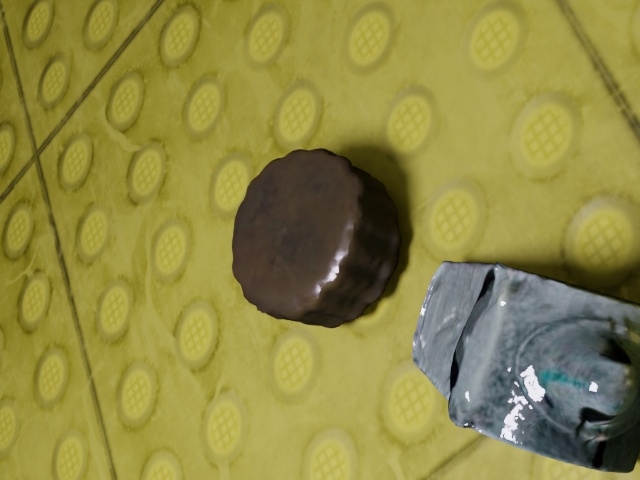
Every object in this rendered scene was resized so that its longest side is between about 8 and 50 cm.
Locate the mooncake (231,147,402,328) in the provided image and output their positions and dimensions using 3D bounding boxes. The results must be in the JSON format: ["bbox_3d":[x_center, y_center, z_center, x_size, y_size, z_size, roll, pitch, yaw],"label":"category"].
[{"bbox_3d":[0.000,0.000,1.702,0.228,0.124,0.228,-17,64,39],"label":"mooncake"}]

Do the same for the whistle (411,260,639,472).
[{"bbox_3d":[0.201,0.113,1.392,0.405,0.188,0.168,17,92,49],"label":"whistle"}]
